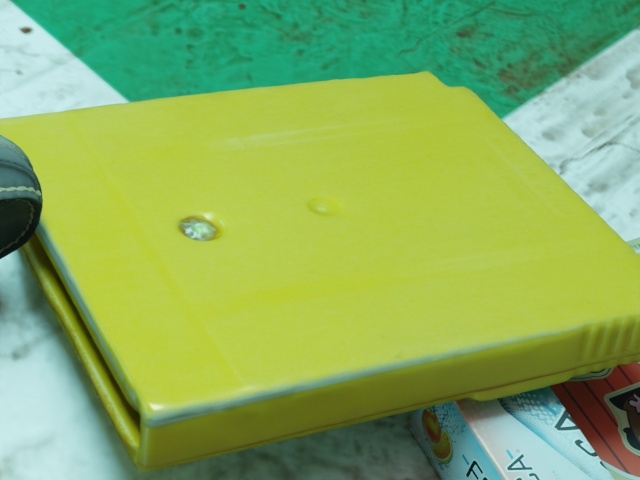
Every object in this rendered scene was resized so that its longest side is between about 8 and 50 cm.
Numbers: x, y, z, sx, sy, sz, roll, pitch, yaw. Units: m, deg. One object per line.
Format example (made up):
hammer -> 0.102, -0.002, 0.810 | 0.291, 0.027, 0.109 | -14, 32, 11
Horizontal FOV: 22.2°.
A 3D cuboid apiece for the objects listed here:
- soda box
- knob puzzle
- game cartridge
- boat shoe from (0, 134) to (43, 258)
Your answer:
soda box -> 0.122, 0.145, 0.881 | 0.063, 0.058, 0.183 | -15, 55, -28
knob puzzle -> 0.201, 0.081, 0.984 | 0.213, 0.030, 0.213 | 9, 47, -10
game cartridge -> 0.000, 0.000, 0.943 | 0.323, 0.053, 0.285 | -8, 37, -25
boat shoe -> -0.285, 0.062, 0.802 | 0.355, 0.132, 0.130 | -28, 71, -25
